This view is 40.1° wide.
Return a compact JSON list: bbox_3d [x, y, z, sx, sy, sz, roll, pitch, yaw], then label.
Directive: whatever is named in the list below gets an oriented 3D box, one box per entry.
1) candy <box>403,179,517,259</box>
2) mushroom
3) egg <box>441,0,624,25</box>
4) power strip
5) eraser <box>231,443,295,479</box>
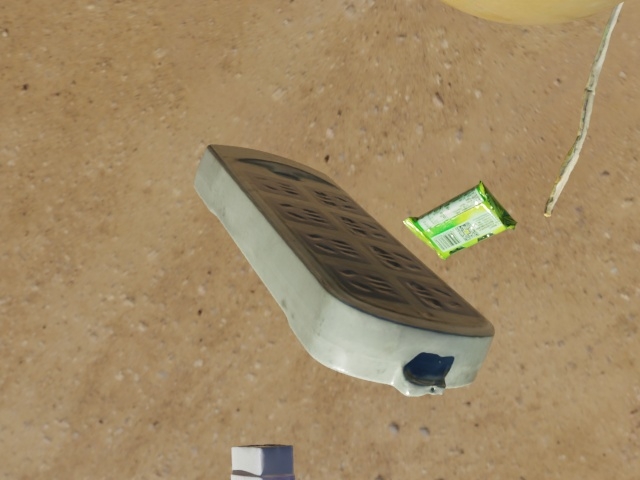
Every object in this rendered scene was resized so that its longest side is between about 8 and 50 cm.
[{"bbox_3d":[0.230,-0.030,1.447,0.102,0.032,0.178,49,135,-12],"label":"candy"},{"bbox_3d":[0.290,-0.159,0.930,0.026,0.028,0.286,17,106,-12],"label":"mushroom"},{"bbox_3d":[0.150,-0.340,0.678,0.374,0.301,0.301,33,111,-34],"label":"egg"},{"bbox_3d":[0.000,0.000,0.413,0.080,0.227,0.029,10,110,-28],"label":"power strip"},{"bbox_3d":[-0.068,0.361,1.052,0.052,0.095,0.225,3,78,-27],"label":"eraser"}]
